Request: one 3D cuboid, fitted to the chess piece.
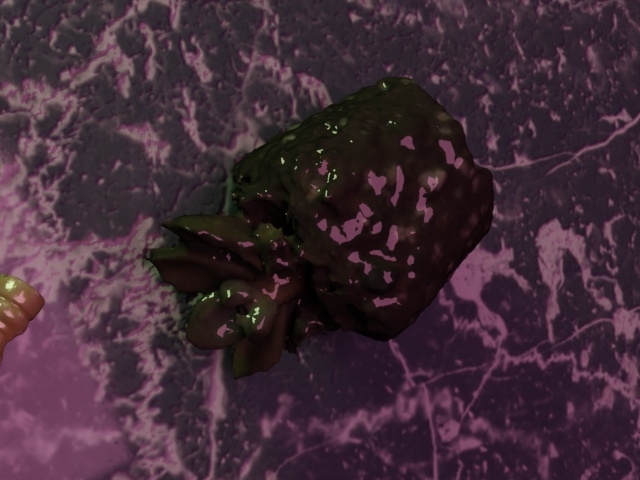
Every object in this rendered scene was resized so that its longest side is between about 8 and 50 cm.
[{"bbox_3d":[-0.305,0.090,1.249,0.066,0.066,0.122,38,66,-20],"label":"chess piece"}]

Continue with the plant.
[{"bbox_3d":[0.000,0.000,1.327,0.312,0.213,0.215,-35,104,-27],"label":"plant"}]
